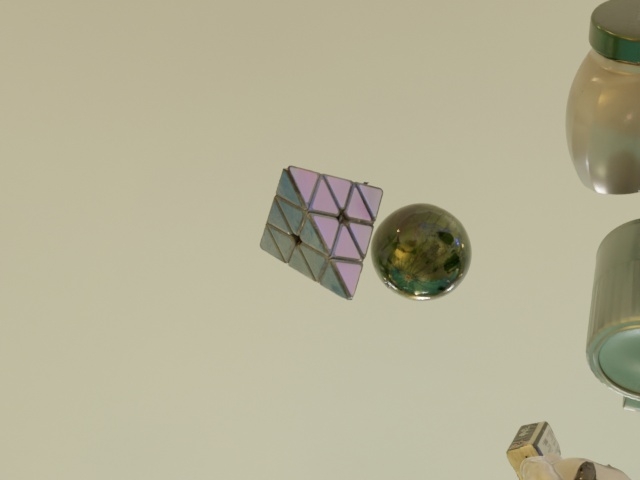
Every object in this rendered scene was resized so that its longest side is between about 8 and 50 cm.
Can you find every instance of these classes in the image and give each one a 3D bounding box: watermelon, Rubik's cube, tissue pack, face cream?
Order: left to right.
[{"bbox_3d":[0.000,0.000,1.115,0.211,0.178,0.190,-28,-29,9],"label":"Rubik's cube"},{"bbox_3d":[0.241,0.027,1.877,0.243,0.242,0.242,-1,-48,-1],"label":"watermelon"},{"bbox_3d":[0.521,0.516,1.905,0.091,0.170,0.103,-28,-95,29],"label":"tissue pack"},{"bbox_3d":[0.632,-0.283,1.568,0.313,0.219,0.356,-26,-48,-22],"label":"face cream"}]

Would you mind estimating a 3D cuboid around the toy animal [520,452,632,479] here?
[{"bbox_3d":[0.307,0.362,0.964,0.208,0.156,0.204,31,-88,0],"label":"toy animal"}]

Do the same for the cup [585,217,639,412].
[{"bbox_3d":[0.676,0.165,1.643,0.257,0.311,0.331,30,-45,0],"label":"cup"}]
